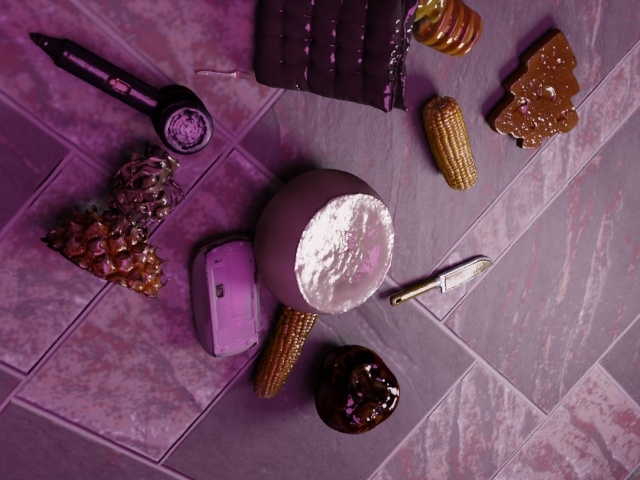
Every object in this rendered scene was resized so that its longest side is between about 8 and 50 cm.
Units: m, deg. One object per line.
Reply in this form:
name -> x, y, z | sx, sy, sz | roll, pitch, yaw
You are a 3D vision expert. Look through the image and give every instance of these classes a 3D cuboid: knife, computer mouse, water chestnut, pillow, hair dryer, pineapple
knife -> 0.327, 0.110, 2.219 | 0.343, 0.027, 0.061 | -22, 121, -22
computer mouse -> -0.208, 0.125, 1.888 | 0.158, 0.072, 0.310 | -15, 122, -25
water chestnut -> 0.097, 0.377, 2.111 | 0.223, 0.238, 0.224 | 5, 79, -28
pillow -> 0.024, -0.386, 1.605 | 0.101, 0.326, 0.228 | -35, 137, -53
hair dryer -> -0.364, -0.278, 1.523 | 0.352, 0.189, 0.107 | 27, 100, -24
pineapple -> -0.362, -0.057, 1.626 | 0.262, 0.262, 0.272 | 31, 86, -38

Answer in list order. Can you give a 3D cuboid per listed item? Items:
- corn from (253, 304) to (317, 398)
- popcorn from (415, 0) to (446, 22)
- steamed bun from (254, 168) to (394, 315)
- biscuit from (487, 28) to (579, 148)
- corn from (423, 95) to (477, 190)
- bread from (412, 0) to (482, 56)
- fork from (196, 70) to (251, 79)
corn -> -0.081, 0.241, 2.015 | 0.097, 0.097, 0.320 | 10, 112, -34
popcorn -> 0.159, -0.553, 1.627 | 0.215, 0.252, 0.286 | 0, 141, 15
steamed bun -> 0.000, 0.000, 1.847 | 0.324, 0.206, 0.324 | -12, 112, -32
biscuit -> 0.549, -0.372, 2.068 | 0.278, 0.043, 0.302 | 1, 114, -28
corn -> 0.307, -0.228, 1.976 | 0.093, 0.093, 0.244 | -32, 128, -11
bread -> 0.283, -0.471, 1.834 | 0.177, 0.084, 0.119 | 13, 110, -39
fork -> -0.195, -0.334, 1.679 | 0.115, 0.012, 0.016 | -2, 113, -24
